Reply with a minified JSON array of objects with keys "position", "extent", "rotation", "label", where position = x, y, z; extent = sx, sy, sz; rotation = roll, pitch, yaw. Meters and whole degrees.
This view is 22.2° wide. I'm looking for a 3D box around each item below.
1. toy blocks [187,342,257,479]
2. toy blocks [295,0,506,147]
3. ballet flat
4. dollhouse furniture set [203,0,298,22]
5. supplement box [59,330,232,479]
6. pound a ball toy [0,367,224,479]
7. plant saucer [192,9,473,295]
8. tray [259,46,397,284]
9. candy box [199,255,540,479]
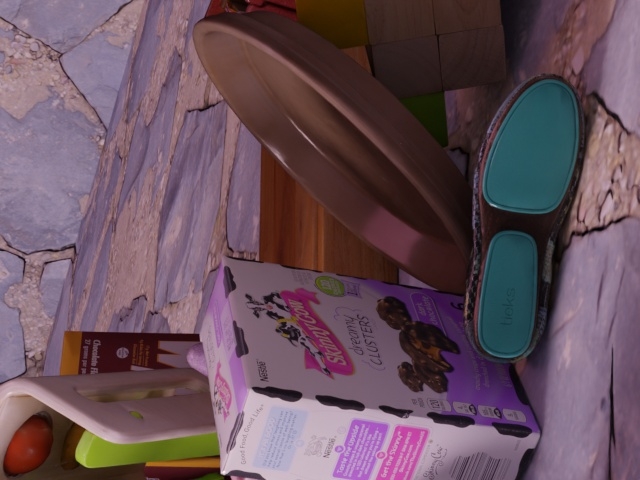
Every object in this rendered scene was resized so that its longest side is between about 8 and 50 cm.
[{"position":[-0.052,0.244,1.151],"extent":[0.309,0.260,0.288],"rotation":[-106,30,-58],"label":"toy blocks"},{"position":[0.057,-0.297,1.204],"extent":[0.261,0.191,0.381],"rotation":[-99,1,-54],"label":"toy blocks"},{"position":[0.126,-0.015,1.057],"extent":[0.070,0.070,0.188],"rotation":[-163,86,-75],"label":"ballet flat"},{"position":[-0.156,-0.282,1.667],"extent":[0.201,0.374,0.152],"rotation":[-121,48,-70],"label":"dollhouse furniture set"},{"position":[-0.149,0.189,1.577],"extent":[0.194,0.191,0.129],"rotation":[92,179,-59],"label":"supplement box"},{"position":[-0.195,0.207,1.299],"extent":[0.319,0.136,0.208],"rotation":[5,-70,-66],"label":"pound a ball toy"},{"position":[0.019,-0.068,1.175],"extent":[0.041,0.278,0.278],"rotation":[-47,11,-11],"label":"plant saucer"},{"position":[0.000,0.000,1.479],"extent":[0.203,0.076,0.411],"rotation":[121,155,-53],"label":"tray"},{"position":[0.027,0.093,1.084],"extent":[0.165,0.196,0.070],"rotation":[-107,31,-58],"label":"candy box"}]
